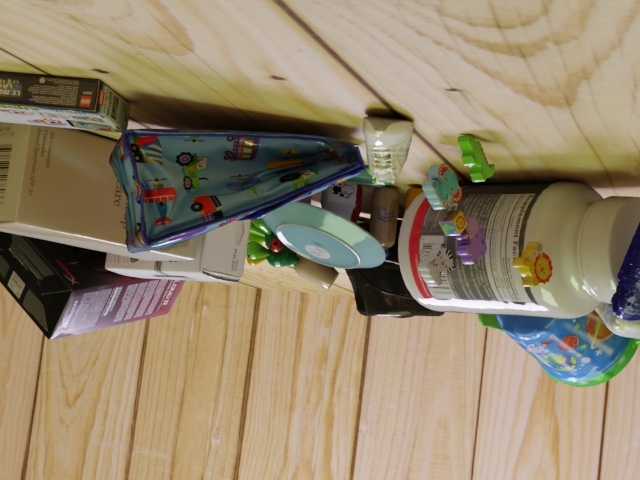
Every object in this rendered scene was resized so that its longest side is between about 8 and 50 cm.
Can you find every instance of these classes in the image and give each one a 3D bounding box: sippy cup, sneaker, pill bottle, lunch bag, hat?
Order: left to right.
[{"bbox_3d":[-0.092,-0.080,1.583,0.293,0.138,0.221,-11,180,-13],"label":"lunch bag"},{"bbox_3d":[0.076,-0.100,1.460,0.054,0.061,0.152,8,172,11],"label":"sneaker"},{"bbox_3d":[0.118,0.057,2.056,0.331,0.133,0.331,5,-169,-1],"label":"hat"},{"bbox_3d":[0.271,0.012,1.701,0.319,0.176,0.176,1,171,45],"label":"pill bottle"},{"bbox_3d":[0.449,0.136,2.475,0.305,0.240,0.224,-39,137,23],"label":"sippy cup"}]

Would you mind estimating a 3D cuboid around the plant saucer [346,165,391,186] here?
[{"bbox_3d":[0.006,-0.095,1.756,0.192,0.018,0.067,10,173,-14],"label":"plant saucer"}]

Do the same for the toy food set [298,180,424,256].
[{"bbox_3d":[0.035,-0.031,1.853,0.232,0.104,0.111,7,177,-17],"label":"toy food set"}]

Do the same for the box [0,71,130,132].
[{"bbox_3d":[-0.330,-0.158,1.485,0.207,0.036,0.114,6,173,9],"label":"box"}]

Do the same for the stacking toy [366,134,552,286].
[{"bbox_3d":[0.163,-0.035,1.574,0.167,0.052,0.221,-2,127,45],"label":"stacking toy"}]

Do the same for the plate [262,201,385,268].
[{"bbox_3d":[0.000,0.000,1.841,0.188,0.024,0.188,19,160,7],"label":"plate"}]

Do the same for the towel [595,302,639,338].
[{"bbox_3d":[0.605,0.109,2.158,0.321,0.090,0.374,7,-169,0],"label":"towel"}]

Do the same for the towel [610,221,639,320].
[{"bbox_3d":[0.502,0.010,1.499,0.308,0.227,0.076,7,-145,-7],"label":"towel"}]

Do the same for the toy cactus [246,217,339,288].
[{"bbox_3d":[-0.045,0.006,2.140,0.180,0.112,0.219,36,-170,6],"label":"toy cactus"}]

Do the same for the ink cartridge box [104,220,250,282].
[{"bbox_3d":[-0.215,-0.021,2.002,0.218,0.158,0.092,1,171,38],"label":"ink cartridge box"}]

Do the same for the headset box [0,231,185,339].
[{"bbox_3d":[-0.374,0.032,2.163,0.218,0.110,0.293,45,-149,26],"label":"headset box"}]

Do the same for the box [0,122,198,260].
[{"bbox_3d":[-0.314,-0.064,1.813,0.121,0.148,0.311,0,172,43],"label":"box"}]

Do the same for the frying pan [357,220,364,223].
[{"bbox_3d":[0.080,-0.007,2.323,0.326,0.053,0.197,11,174,-9],"label":"frying pan"}]
